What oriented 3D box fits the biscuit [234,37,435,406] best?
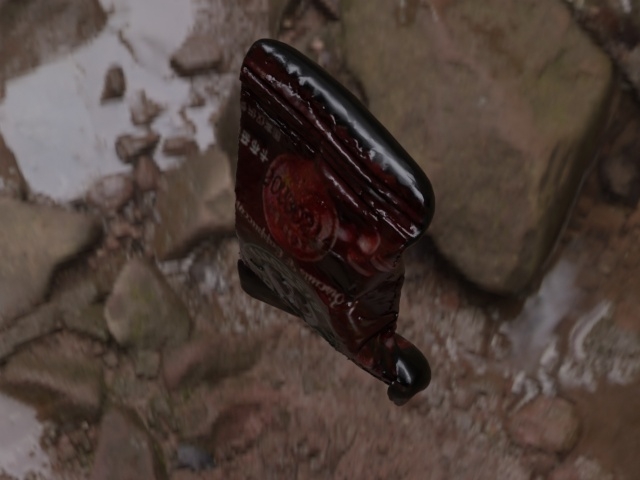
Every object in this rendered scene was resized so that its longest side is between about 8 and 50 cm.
[{"bbox_3d":[0.005,0.003,0.992,0.063,0.235,0.151,-36,63,-21],"label":"biscuit"}]
